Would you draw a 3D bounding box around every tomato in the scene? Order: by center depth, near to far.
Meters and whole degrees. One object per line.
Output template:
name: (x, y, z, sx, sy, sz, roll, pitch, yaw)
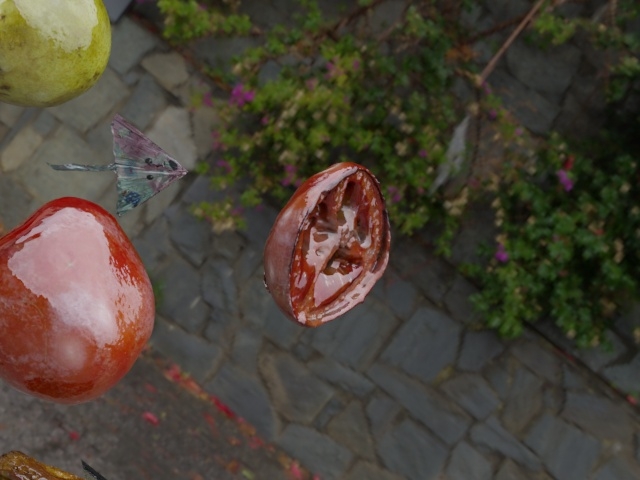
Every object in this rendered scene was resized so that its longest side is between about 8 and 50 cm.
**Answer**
tomato: (-0.230, 0.052, 0.910, 0.187, 0.187, 0.151, 39, -35, 7)
tomato: (-0.001, -0.001, 1.341, 0.101, 0.228, 0.228, 24, -4, 33)

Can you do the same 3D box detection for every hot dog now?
hot dog: (-0.243, 0.249, 0.909, 0.147, 0.099, 0.065, 25, 15, -1)

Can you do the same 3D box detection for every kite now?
kite: (-0.223, -0.081, 1.103, 0.156, 0.139, 0.011, 1, 37, -4)

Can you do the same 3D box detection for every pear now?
pear: (-0.539, -0.399, 1.907, 0.304, 0.304, 0.304, 38, 5, -4)

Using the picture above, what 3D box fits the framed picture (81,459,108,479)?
framed picture: (-0.313, 0.459, 1.622, 0.195, 0.010, 0.199, 31, -38, 23)
